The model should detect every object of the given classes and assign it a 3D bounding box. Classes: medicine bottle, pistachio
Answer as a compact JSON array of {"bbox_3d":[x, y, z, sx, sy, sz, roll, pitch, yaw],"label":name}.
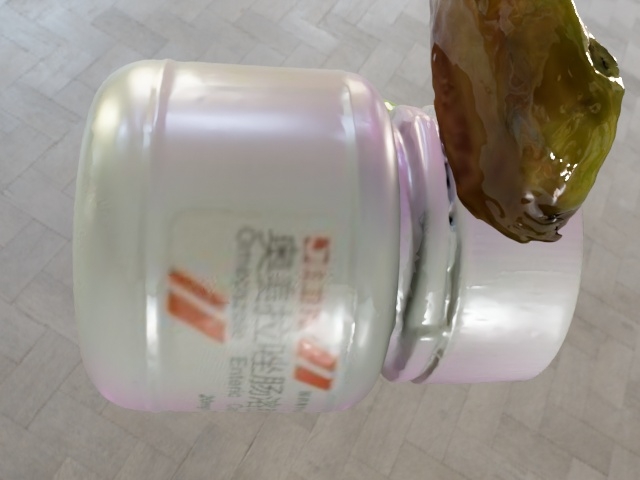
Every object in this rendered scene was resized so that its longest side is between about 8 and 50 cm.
[{"bbox_3d":[0.000,0.000,0.491,0.302,0.241,0.241,2,58,-8],"label":"medicine bottle"},{"bbox_3d":[0.090,-0.070,0.317,0.090,0.172,0.049,3,28,35],"label":"pistachio"}]

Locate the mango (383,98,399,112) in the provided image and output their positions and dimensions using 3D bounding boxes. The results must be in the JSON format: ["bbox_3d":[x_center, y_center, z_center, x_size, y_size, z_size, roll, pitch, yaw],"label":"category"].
[{"bbox_3d":[0.053,-0.036,0.779,0.175,0.143,0.293,1,65,13],"label":"mango"}]
